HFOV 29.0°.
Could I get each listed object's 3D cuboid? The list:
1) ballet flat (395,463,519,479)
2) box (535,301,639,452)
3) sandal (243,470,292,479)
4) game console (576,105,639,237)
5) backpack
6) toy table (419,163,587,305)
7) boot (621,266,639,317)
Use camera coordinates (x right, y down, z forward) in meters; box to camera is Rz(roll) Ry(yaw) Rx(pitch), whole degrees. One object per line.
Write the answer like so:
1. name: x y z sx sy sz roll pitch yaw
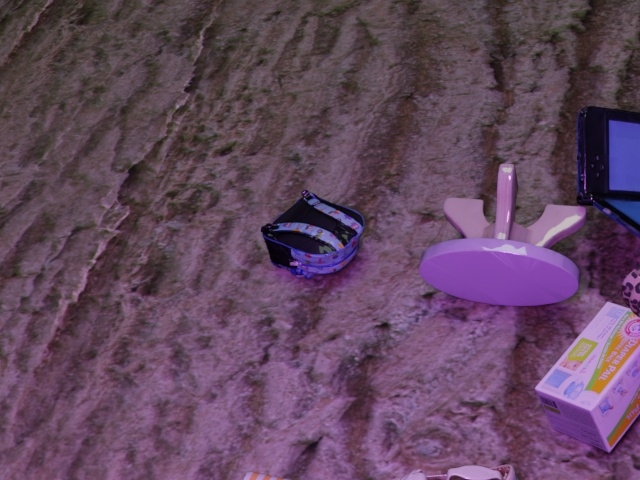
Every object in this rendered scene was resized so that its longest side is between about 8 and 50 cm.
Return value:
1. ballet flat: 0.178 0.374 1.853 0.248 0.086 0.086 -7 38 7
2. box: 0.449 0.209 1.927 0.114 0.103 0.203 18 56 47
3. sandal: -0.127 0.403 1.906 0.265 0.076 0.102 -1 40 15
4. game console: 0.604 -0.108 2.174 0.293 0.250 0.173 1 -2 -41
5. backpack: 0.000 0.000 2.344 0.173 0.117 0.158 19 48 35
6. toy table: 0.323 0.002 2.170 0.274 0.252 0.161 11 58 10
7. boot: 0.635 0.149 1.824 0.377 0.138 0.284 -2 43 -35
